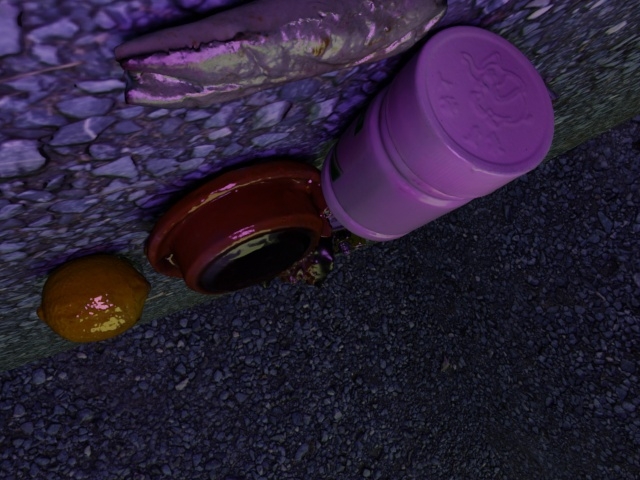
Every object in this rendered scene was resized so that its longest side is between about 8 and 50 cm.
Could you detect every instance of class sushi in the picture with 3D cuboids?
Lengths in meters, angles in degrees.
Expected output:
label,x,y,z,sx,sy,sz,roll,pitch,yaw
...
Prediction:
label,x,y,z,sx,sy,sz,roll,pitch,yaw
sushi,-0.081,0.021,1.299,0.219,0.225,0.238,-7,128,-12

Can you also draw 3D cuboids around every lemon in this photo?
label,x,y,z,sx,sy,sz,roll,pitch,yaw
lemon,-0.452,0.118,0.976,0.193,0.180,0.180,-43,-176,-29

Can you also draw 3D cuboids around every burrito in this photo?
label,x,y,z,sx,sy,sz,roll,pitch,yaw
burrito,-0.025,-0.181,0.435,0.309,0.066,0.096,-21,168,-11

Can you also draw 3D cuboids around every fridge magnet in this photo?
label,x,y,z,sx,sy,sz,roll,pitch,yaw
fridge magnet,-0.139,-0.018,0.913,0.364,0.155,0.363,-24,162,-9

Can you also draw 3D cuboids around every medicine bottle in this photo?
label,x,y,z,sx,sy,sz,roll,pitch,yaw
medicine bottle,0.148,-0.134,0.729,0.212,0.212,0.325,-19,173,-23

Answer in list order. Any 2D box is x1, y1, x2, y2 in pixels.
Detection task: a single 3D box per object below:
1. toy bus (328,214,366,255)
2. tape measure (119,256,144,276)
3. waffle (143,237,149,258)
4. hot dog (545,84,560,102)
label,x,y,z,sx,sy,sz,roll,pitch,yaw
toy bus,0.000,0.000,1.658,0.302,0.139,0.113,-14,173,4
tape measure,-0.517,0.122,1.199,0.164,0.084,0.330,-23,176,-25
waffle,-0.254,-0.008,1.104,0.274,0.057,0.168,-18,172,-29
hot dog,0.398,-0.257,1.090,0.163,0.081,0.270,-18,172,-37
